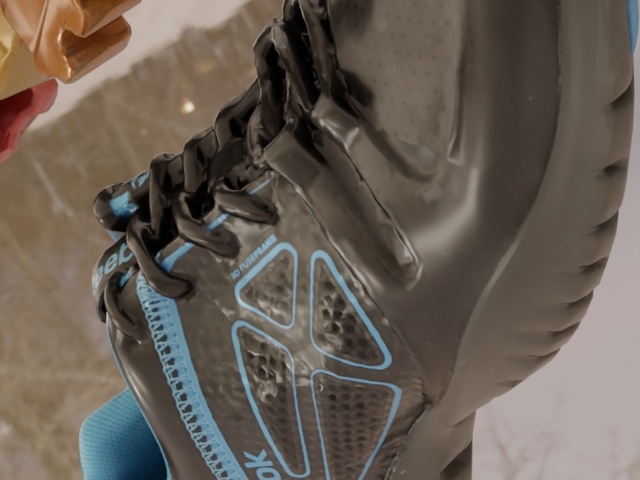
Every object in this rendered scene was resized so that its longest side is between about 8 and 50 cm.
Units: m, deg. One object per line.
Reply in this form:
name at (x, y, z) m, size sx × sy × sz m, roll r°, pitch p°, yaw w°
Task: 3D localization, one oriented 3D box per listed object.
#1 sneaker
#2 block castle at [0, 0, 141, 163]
sneaker at (0.000, 0.000, 0.505) m, size 0.139 × 0.341 × 0.125 m, roll 7°, pitch -140°, yaw -7°
block castle at (-0.043, -0.205, 0.566) m, size 0.303 × 0.213 × 0.453 m, roll -32°, pitch 167°, yaw -29°
